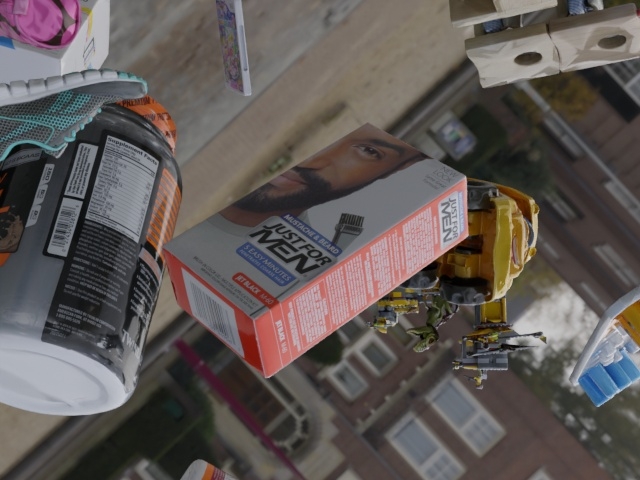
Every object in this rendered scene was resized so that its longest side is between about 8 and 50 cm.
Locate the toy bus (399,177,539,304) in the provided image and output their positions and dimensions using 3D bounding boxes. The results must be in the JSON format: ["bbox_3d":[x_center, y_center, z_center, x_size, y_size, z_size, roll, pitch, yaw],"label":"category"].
[{"bbox_3d":[0.202,-0.014,1.354,0.212,0.149,0.220,-7,-165,-37],"label":"toy bus"}]

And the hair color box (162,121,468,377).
[{"bbox_3d":[0.000,0.000,0.650,0.167,0.093,0.053,-33,136,-27],"label":"hair color box"}]

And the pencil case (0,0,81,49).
[{"bbox_3d":[-0.376,-0.279,1.257,0.098,0.209,0.095,25,84,-49],"label":"pencil case"}]

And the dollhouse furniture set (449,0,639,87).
[{"bbox_3d":[0.155,-0.216,0.762,0.129,0.129,0.184,-9,159,18],"label":"dollhouse furniture set"}]

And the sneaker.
[{"bbox_3d":[-0.240,-0.115,0.984,0.167,0.076,0.065,-11,-170,-9],"label":"sneaker"}]

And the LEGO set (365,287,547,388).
[{"bbox_3d":[0.197,0.139,1.680,0.255,0.192,0.331,0,173,-2],"label":"LEGO set"}]

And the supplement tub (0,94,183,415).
[{"bbox_3d":[-0.269,0.002,1.160,0.207,0.207,0.337,-44,-149,52],"label":"supplement tub"}]

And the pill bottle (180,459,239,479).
[{"bbox_3d":[-0.113,0.419,1.534,0.121,0.221,0.121,-57,-173,10],"label":"pill bottle"}]

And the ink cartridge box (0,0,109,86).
[{"bbox_3d":[-0.485,-0.343,1.843,0.168,0.171,0.232,106,1,-48],"label":"ink cartridge box"}]

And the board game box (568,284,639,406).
[{"bbox_3d":[0.453,0.029,1.124,0.390,0.050,0.390,-33,161,-3],"label":"board game box"}]

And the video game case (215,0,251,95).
[{"bbox_3d":[-0.114,-0.254,1.381,0.011,0.122,0.087,-11,-161,-18],"label":"video game case"}]
